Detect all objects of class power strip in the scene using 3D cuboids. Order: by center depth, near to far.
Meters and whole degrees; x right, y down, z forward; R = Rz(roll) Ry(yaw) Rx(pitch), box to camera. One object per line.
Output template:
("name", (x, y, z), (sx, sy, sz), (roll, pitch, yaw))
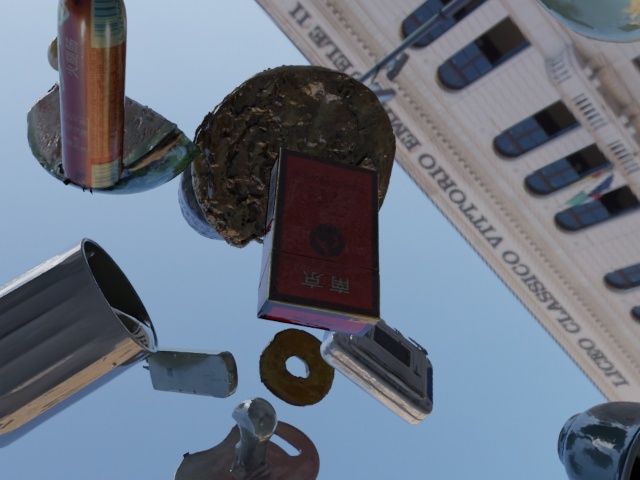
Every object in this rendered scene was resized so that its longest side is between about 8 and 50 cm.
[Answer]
("power strip", (-0.237, 0.234, 1.134), (0.029, 0.226, 0.080), (-14, -80, -57))

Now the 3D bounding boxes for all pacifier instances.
("pacifier", (-0.146, 0.462, 1.311), (0.332, 0.220, 0.273), (-22, -88, -46))

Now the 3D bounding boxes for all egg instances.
("egg", (-0.470, -0.351, 1.176), (0.083, 0.071, 0.071), (-34, -85, -5))

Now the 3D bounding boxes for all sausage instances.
("sausage", (-0.248, -0.178, 0.694), (0.083, 0.264, 0.083), (10, -139, -9))

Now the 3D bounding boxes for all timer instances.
("timer", (0.122, 0.231, 1.251), (0.253, 0.078, 0.178), (37, -153, -11))

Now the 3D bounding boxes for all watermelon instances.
("watermelon", (-0.309, -0.159, 0.980), (0.305, 0.180, 0.224), (30, -140, 33))

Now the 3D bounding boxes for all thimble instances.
("thimble", (-0.191, -0.118, 1.338), (0.205, 0.172, 0.237), (27, -104, -11))

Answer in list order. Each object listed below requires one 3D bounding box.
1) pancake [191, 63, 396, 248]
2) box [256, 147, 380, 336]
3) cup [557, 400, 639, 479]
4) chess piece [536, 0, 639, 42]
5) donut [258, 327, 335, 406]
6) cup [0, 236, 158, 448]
("pancake", (-0.049, -0.127, 1.142), (0.381, 0.071, 0.383), (-4, -73, -13))
("box", (0.000, -0.001, 0.862), (0.153, 0.074, 0.240), (14, -122, -19))
("cup", (0.387, 0.281, 0.805), (0.199, 0.150, 0.199), (-2, -86, -28))
("chess piece", (0.228, -0.220, 0.264), (0.182, 0.330, 0.183), (25, -136, -28))
("donut", (-0.057, 0.289, 1.428), (0.178, 0.065, 0.162), (45, -112, -3))
("cup", (-0.479, 0.172, 1.103), (0.326, 0.323, 0.237), (-32, -84, -4))
